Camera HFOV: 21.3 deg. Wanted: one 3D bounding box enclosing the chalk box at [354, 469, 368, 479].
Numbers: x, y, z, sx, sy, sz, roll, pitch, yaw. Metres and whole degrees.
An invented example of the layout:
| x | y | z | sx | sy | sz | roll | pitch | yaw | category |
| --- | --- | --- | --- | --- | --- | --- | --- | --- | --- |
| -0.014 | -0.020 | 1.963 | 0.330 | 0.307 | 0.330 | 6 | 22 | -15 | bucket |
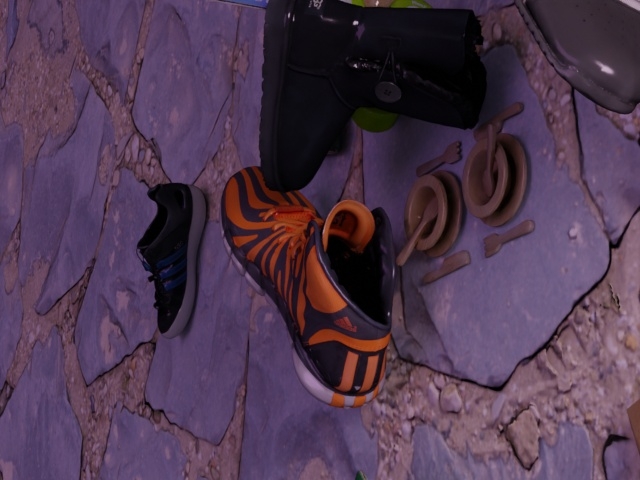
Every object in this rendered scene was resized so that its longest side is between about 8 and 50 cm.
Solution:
| x | y | z | sx | sy | sz | roll | pitch | yaw | category |
| --- | --- | --- | --- | --- | --- | --- | --- | --- | --- |
| 0.013 | 0.346 | 1.613 | 0.289 | 0.179 | 0.180 | -62 | 33 | 33 | chalk box |

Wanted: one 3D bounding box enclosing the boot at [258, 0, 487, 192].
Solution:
| x | y | z | sx | sy | sz | roll | pitch | yaw | category |
| --- | --- | --- | --- | --- | --- | --- | --- | --- | --- |
| 0.050 | -0.127 | 1.631 | 0.094 | 0.207 | 0.246 | -69 | -13 | -45 | boot |

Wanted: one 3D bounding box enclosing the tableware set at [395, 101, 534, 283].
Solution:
| x | y | z | sx | sy | sz | roll | pitch | yaw | category |
| --- | --- | --- | --- | --- | --- | --- | --- | --- | --- |
| 0.128 | -0.042 | 1.618 | 0.194 | 0.039 | 0.128 | -32 | 57 | 56 | tableware set |

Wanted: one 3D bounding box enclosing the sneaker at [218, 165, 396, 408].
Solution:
| x | y | z | sx | sy | sz | roll | pitch | yaw | category |
| --- | --- | --- | --- | --- | --- | --- | --- | --- | --- |
| 0.000 | 0.000 | 1.745 | 0.321 | 0.124 | 0.180 | 57 | 147 | 35 | sneaker |

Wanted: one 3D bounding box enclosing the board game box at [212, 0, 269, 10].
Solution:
| x | y | z | sx | sy | sz | roll | pitch | yaw | category |
| --- | --- | --- | --- | --- | --- | --- | --- | --- | --- |
| -0.042 | -0.442 | 1.918 | 0.291 | 0.141 | 0.232 | -61 | 35 | 36 | board game box |

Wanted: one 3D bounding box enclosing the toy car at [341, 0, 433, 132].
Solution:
| x | y | z | sx | sy | sz | roll | pitch | yaw | category |
| --- | --- | --- | --- | --- | --- | --- | --- | --- | --- |
| 0.035 | -0.234 | 1.746 | 0.155 | 0.148 | 0.188 | 114 | 161 | -49 | toy car |

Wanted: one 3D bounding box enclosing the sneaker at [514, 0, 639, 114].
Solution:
| x | y | z | sx | sy | sz | roll | pitch | yaw | category |
| --- | --- | --- | --- | --- | --- | --- | --- | --- | --- |
| 0.237 | -0.250 | 1.324 | 0.146 | 0.122 | 0.331 | -40 | 35 | 43 | sneaker |

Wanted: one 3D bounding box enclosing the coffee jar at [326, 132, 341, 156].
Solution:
| x | y | z | sx | sy | sz | roll | pitch | yaw | category |
| --- | --- | --- | --- | --- | --- | --- | --- | --- | --- |
| -0.016 | -0.186 | 1.880 | 0.096 | 0.079 | 0.184 | 179 | 96 | -65 | coffee jar |

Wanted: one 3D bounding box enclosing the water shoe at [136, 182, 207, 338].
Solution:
| x | y | z | sx | sy | sz | roll | pitch | yaw | category |
| --- | --- | --- | --- | --- | --- | --- | --- | --- | --- |
| -0.203 | 0.024 | 2.193 | 0.073 | 0.080 | 0.203 | 18 | 100 | 62 | water shoe |

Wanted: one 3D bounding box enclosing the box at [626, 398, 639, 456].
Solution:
| x | y | z | sx | sy | sz | roll | pitch | yaw | category |
| --- | --- | --- | --- | --- | --- | --- | --- | --- | --- |
| 0.309 | 0.149 | 1.252 | 0.201 | 0.021 | 0.164 | -51 | 42 | 46 | box |
